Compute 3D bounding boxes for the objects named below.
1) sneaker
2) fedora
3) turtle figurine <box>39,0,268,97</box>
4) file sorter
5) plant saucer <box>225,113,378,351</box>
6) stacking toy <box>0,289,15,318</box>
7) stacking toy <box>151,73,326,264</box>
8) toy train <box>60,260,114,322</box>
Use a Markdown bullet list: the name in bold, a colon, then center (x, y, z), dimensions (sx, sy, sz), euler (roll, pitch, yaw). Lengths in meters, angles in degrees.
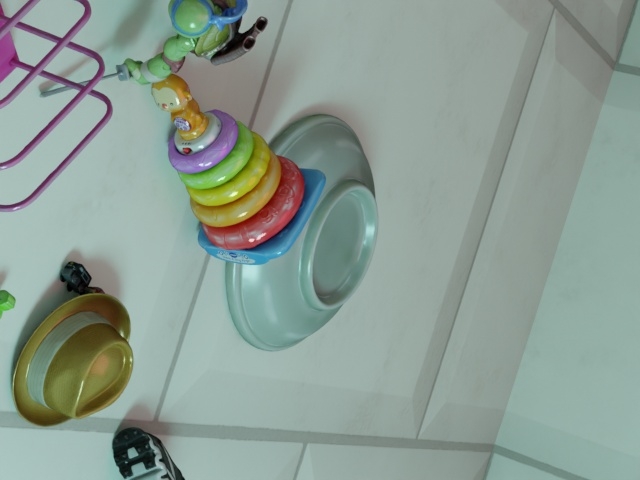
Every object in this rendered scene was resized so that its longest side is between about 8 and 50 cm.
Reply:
- **sneaker**: center (-0.225, 0.379, 1.881), dimensions (0.106, 0.078, 0.234), euler (20, 50, -72)
- **fedora**: center (-0.301, 0.165, 1.681), dimensions (0.194, 0.079, 0.194), euler (-30, 134, -36)
- **turtle figurine**: center (-0.194, -0.299, 1.625), dimensions (0.266, 0.275, 0.197), euler (-35, 114, -76)
- **file sorter**: center (-0.341, -0.200, 1.296), dimensions (0.202, 0.182, 0.290), euler (-54, 154, -32)
- **plant saucer**: center (0.000, 0.000, 2.126), dimensions (0.400, 0.100, 0.400), euler (-37, 136, -47)
- **stacking toy**: center (-0.438, 0.115, 1.472), dimensions (0.221, 0.052, 0.167), euler (-62, 150, -20)
- **stacking toy**: center (-0.141, -0.116, 1.789), dimensions (0.165, 0.175, 0.302), euler (-61, 138, -26)
- **toy train**: center (-0.299, 0.079, 1.724), dimensions (0.158, 0.027, 0.036), euler (67, 37, -49)
